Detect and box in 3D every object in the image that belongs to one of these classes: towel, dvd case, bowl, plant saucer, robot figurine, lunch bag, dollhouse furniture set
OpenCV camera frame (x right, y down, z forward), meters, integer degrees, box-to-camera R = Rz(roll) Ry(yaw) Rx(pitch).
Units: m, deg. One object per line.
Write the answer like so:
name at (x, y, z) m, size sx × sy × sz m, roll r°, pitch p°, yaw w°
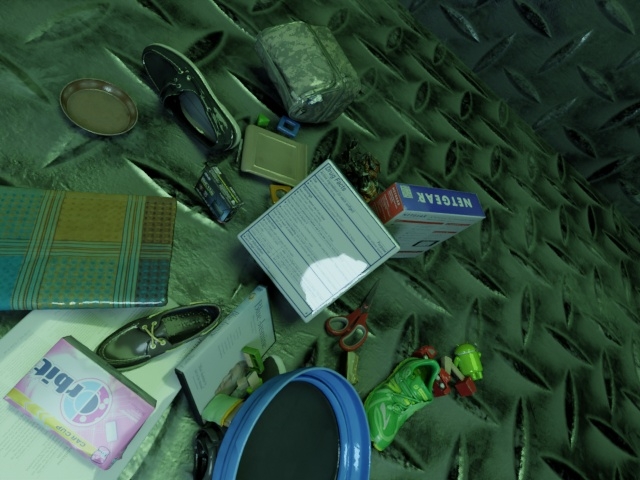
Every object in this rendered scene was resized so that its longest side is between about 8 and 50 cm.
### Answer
towel at (-0.466, 0.011, 0.774) m, size 0.369 × 0.040 × 0.272 m, roll 2°, pitch 51°, yaw -15°
dvd case at (-0.181, 0.233, 0.870) m, size 0.022 × 0.181 × 0.253 m, roll 17°, pitch 41°, yaw 26°
bowl at (-0.041, 0.443, 0.804) m, size 0.391 × 0.077 × 0.392 m, roll 11°, pitch 76°, yaw -49°
plant saucer at (-0.536, -0.318, 1.021) m, size 0.168 × 0.029 × 0.169 m, roll 16°, pitch 56°, yaw -26°
robot figurine at (0.454, 0.370, 1.290) m, size 0.101 × 0.067 × 0.115 m, roll -4°, pitch 66°, yaw -24°
lunch bag at (-0.053, -0.539, 1.365) m, size 0.255 × 0.212 × 0.305 m, roll -20°, pitch 78°, yaw -40°
dollhouse furniture set at (-0.168, 0.285, 0.828) m, size 0.152 × 0.076 × 0.059 m, roll -46°, pitch 132°, yaw -45°

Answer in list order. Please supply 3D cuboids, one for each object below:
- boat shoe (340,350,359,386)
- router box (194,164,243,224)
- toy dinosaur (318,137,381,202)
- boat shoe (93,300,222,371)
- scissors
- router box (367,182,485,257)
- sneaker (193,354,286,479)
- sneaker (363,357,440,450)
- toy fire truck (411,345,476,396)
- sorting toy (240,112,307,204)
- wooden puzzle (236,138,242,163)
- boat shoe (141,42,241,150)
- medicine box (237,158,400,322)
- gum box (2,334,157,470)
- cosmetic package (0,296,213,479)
boat shoe at (0.074, 0.340, 1.052) m, size 0.045 × 0.050 × 0.136 m, roll 23°, pitch 53°, yaw -16°
router box at (-0.256, -0.114, 1.055) m, size 0.038 × 0.092 × 0.123 m, roll -34°, pitch 86°, yaw -42°
toy dinosaur at (0.119, -0.192, 1.337) m, size 0.218 × 0.164 × 0.322 m, roll 47°, pitch 24°, yaw -25°
boat shoe at (-0.287, 0.164, 0.762) m, size 0.227 × 0.068 × 0.081 m, roll -19°, pitch 77°, yaw -41°
scissors at (0.127, 0.202, 1.173) m, size 0.109 × 0.021 × 0.297 m, roll 37°, pitch 41°, yaw 22°
router box at (0.254, -0.043, 1.232) m, size 0.335 × 0.301 × 0.082 m, roll 2°, pitch 64°, yaw -35°
sneaker at (-0.159, 0.360, 0.838) m, size 0.146 × 0.104 × 0.296 m, roll 27°, pitch 56°, yaw -26°
sneaker at (0.208, 0.393, 1.066) m, size 0.109 × 0.123 × 0.295 m, roll 51°, pitch 48°, yaw 0°
toy fire truck at (0.361, 0.385, 1.230) m, size 0.135 × 0.047 × 0.192 m, roll -21°, pitch 77°, yaw -41°
sorting toy at (-0.137, -0.239, 1.244) m, size 0.195 × 0.047 × 0.348 m, roll 14°, pitch 55°, yaw -21°
wooden puzzle at (-0.228, -0.252, 1.183) m, size 0.006 × 0.049 × 0.084 m, roll 11°, pitch 58°, yaw -14°
boat shoe at (-0.361, -0.369, 1.108) m, size 0.340 × 0.127 × 0.113 m, roll 52°, pitch 35°, yaw -11°
medicine box at (0.000, 0.000, 1.025) m, size 0.264 × 0.289 × 0.149 m, roll 51°, pitch 6°, yaw 2°
gum box at (-0.355, 0.248, 0.646) m, size 0.188 × 0.062 × 0.107 m, roll 42°, pitch 72°, yaw -9°
cosmetic package at (-0.407, 0.240, 0.741) m, size 0.284 × 0.097 × 0.377 m, roll 39°, pitch 48°, yaw -8°
